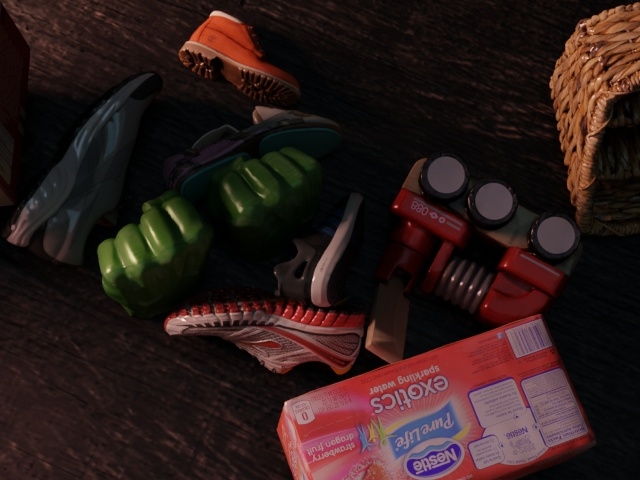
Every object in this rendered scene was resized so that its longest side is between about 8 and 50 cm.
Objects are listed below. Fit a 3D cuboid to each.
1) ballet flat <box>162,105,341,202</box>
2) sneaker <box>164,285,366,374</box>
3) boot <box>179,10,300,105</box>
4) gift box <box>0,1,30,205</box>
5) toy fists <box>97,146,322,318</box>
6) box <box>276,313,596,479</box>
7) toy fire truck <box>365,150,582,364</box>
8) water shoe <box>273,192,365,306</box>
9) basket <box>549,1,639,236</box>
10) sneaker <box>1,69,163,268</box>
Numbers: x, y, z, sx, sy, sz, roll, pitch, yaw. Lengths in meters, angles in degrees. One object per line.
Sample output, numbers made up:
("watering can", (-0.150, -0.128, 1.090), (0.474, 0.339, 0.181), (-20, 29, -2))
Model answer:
("ballet flat", (-0.086, -0.115, 1.450), (0.221, 0.077, 0.079), (-22, 54, -13))
("sneaker", (-0.064, 0.106, 1.351), (0.225, 0.088, 0.093), (5, 106, 7))
("boot", (-0.085, -0.227, 1.495), (0.157, 0.059, 0.085), (27, 65, 6))
("gift box", (-0.480, -0.154, 1.289), (0.258, 0.255, 0.276), (-6, 57, 9))
("toy fists", (-0.121, -0.016, 1.366), (0.279, 0.142, 0.096), (-26, 75, -15))
("box", (0.119, 0.209, 1.307), (0.299, 0.142, 0.154), (-18, 73, -12))
("toy fire truck", (0.155, 0.048, 1.379), (0.217, 0.158, 0.246), (29, 81, 5))
("water shoe", (0.000, 0.000, 1.371), (0.080, 0.073, 0.203), (7, 29, 11))
("basket", (0.447, -0.148, 1.435), (0.299, 0.213, 0.223), (-3, 69, -7))
("sneaker", (-0.258, -0.085, 1.414), (0.108, 0.100, 0.272), (38, 65, -18))
